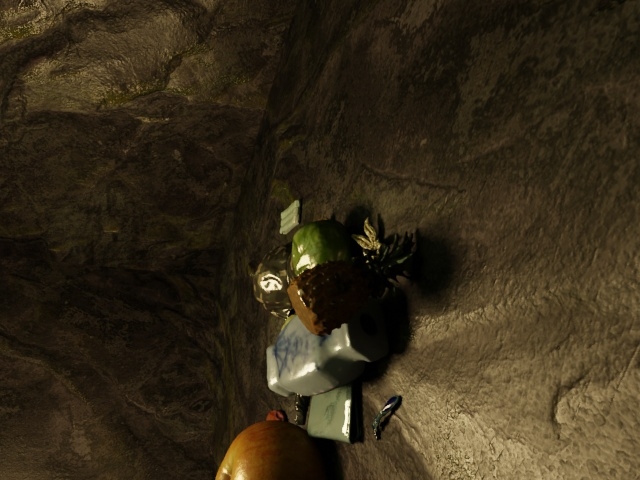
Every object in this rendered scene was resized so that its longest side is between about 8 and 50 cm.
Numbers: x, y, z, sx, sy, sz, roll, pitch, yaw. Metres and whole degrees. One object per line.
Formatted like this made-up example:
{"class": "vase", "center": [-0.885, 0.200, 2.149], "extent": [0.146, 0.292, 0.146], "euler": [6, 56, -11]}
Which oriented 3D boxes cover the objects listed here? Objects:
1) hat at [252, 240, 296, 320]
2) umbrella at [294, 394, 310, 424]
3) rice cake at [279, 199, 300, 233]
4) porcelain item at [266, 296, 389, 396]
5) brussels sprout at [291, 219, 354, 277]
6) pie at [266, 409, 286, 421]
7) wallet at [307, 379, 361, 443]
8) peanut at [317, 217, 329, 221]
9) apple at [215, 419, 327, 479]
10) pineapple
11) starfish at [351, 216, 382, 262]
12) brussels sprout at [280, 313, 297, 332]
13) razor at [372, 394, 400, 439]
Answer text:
{"class": "hat", "center": [-0.167, 0.132, 1.790], "extent": [0.382, 0.257, 0.367], "euler": [99, 169, -67]}
{"class": "umbrella", "center": [-0.056, 0.498, 1.411], "extent": [0.066, 0.059, 0.236], "euler": [16, -98, -75]}
{"class": "rice cake", "center": [-0.142, -0.109, 2.015], "extent": [0.211, 0.038, 0.124], "euler": [158, 118, -65]}
{"class": "porcelain item", "center": [0.006, 0.313, 1.214], "extent": [0.405, 0.178, 0.243], "euler": [-40, 44, 40]}
{"class": "brussels sprout", "center": [0.006, 0.046, 1.370], "extent": [0.244, 0.243, 0.244], "euler": [-172, 90, -69]}
{"class": "pie", "center": [-0.187, 0.817, 1.767], "extent": [0.218, 0.054, 0.205], "euler": [170, 107, -68]}
{"class": "wallet", "center": [0.045, 0.464, 1.311], "extent": [0.251, 0.054, 0.291], "euler": [-32, 46, 57]}
{"class": "peanut", "center": [0.000, 0.000, 1.568], "extent": [0.080, 0.080, 0.175], "euler": [-175, 96, -69]}
{"class": "apple", "center": [-0.165, 0.788, 1.338], "extent": [0.400, 0.333, 0.401], "euler": [-175, 90, -67]}
{"class": "pineapple", "center": [0.096, 0.092, 1.029], "extent": [0.169, 0.340, 0.169], "euler": [55, 164, 24]}
{"class": "starfish", "center": [0.139, 0.040, 1.222], "extent": [0.208, 0.053, 0.176], "euler": [-107, 32, -53]}
{"class": "brussels sprout", "center": [-0.053, 0.329, 1.489], "extent": [0.122, 0.149, 0.152], "euler": [-10, 86, 53]}
{"class": "razor", "center": [0.158, 0.439, 1.060], "extent": [0.044, 0.028, 0.155], "euler": [-110, 34, -51]}
